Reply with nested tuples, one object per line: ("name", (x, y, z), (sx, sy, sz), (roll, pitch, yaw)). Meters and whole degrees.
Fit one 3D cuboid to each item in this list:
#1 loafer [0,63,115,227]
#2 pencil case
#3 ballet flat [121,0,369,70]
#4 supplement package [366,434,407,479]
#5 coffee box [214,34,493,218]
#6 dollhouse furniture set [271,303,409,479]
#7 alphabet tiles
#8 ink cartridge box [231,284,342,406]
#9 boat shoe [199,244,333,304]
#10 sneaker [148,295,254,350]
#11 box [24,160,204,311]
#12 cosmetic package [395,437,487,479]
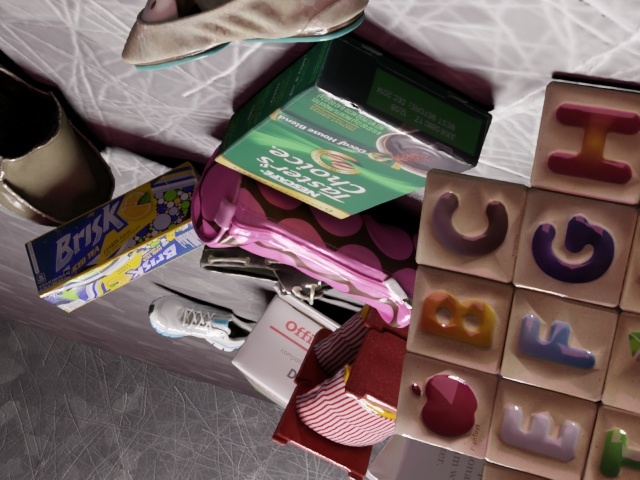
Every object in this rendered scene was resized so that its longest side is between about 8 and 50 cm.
("loafer", (-0.248, -0.077, 0.714), (0.087, 0.094, 0.251), (14, 164, 30))
("pencil case", (0.000, 0.000, 0.697), (0.209, 0.098, 0.095), (23, 121, -24))
("ballet flat", (-0.048, -0.124, 0.436), (0.168, 0.057, 0.052), (0, 129, 39))
("supplement package", (0.177, 0.306, 1.139), (0.194, 0.149, 0.203), (36, 167, 11))
("coffee box", (0.012, -0.065, 0.559), (0.113, 0.040, 0.184), (24, 163, -20))
("dollhouse furniture set", (0.167, 0.201, 0.937), (0.374, 0.152, 0.201), (27, 146, -9))
("alphabet tiles", (0.210, 0.074, 0.456), (0.343, 0.285, 0.011), (13, -159, 20))
("ink cartridge box", (-0.004, 0.197, 1.241), (0.207, 0.119, 0.353), (32, 167, 12))
("boat shoe", (-0.014, 0.026, 0.842), (0.219, 0.070, 0.078), (12, 163, 23))
("sneaker", (-0.189, 0.132, 1.429), (0.191, 0.071, 0.083), (19, 160, -33))
("box", (-0.173, -0.002, 0.778), (0.169, 0.059, 0.054), (-26, 155, 3))
("cosmetic package", (0.304, 0.146, 0.606), (0.453, 0.230, 0.161), (9, 162, 34))
